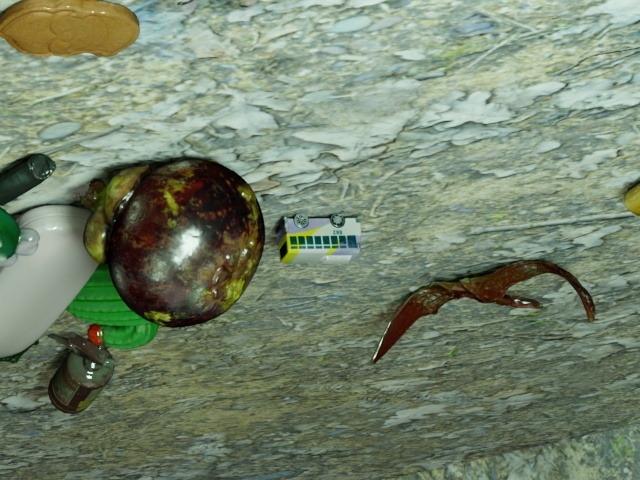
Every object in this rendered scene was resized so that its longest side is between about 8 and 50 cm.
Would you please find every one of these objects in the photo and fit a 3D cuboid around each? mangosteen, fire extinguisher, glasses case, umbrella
[{"bbox_3d":[-0.173,-0.009,1.941,0.217,0.192,0.192,29,176,24],"label":"mangosteen"},{"bbox_3d":[-0.369,0.197,2.622,0.106,0.075,0.252,1,161,-19],"label":"fire extinguisher"},{"bbox_3d":[-0.361,0.054,2.117,0.113,0.075,0.297,10,141,-34],"label":"glasses case"},{"bbox_3d":[-0.337,-0.064,1.913,0.036,0.031,0.133,35,143,-24],"label":"umbrella"}]

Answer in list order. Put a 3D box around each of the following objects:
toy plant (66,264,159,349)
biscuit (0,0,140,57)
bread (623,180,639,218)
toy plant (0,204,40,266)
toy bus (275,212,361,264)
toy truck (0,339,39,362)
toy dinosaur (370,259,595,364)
[{"bbox_3d":[-0.264,0.070,2.187,0.240,0.088,0.154,-31,106,39],"label":"toy plant"},{"bbox_3d":[-0.229,-0.191,1.578,0.130,0.019,0.102,2,159,-22],"label":"biscuit"},{"bbox_3d":[0.425,-0.059,2.140,0.072,0.053,0.106,2,155,-33],"label":"bread"},{"bbox_3d":[-0.453,-0.002,1.930,0.243,0.112,0.232,-26,142,36],"label":"toy plant"},{"bbox_3d":[0.000,0.000,2.169,0.102,0.058,0.052,0,161,-17],"label":"toy bus"},{"bbox_3d":[-0.495,0.098,2.264,0.259,0.088,0.121,5,154,-33],"label":"toy truck"},{"bbox_3d":[0.222,0.104,2.478,0.327,0.112,0.206,-6,162,6],"label":"toy dinosaur"}]
